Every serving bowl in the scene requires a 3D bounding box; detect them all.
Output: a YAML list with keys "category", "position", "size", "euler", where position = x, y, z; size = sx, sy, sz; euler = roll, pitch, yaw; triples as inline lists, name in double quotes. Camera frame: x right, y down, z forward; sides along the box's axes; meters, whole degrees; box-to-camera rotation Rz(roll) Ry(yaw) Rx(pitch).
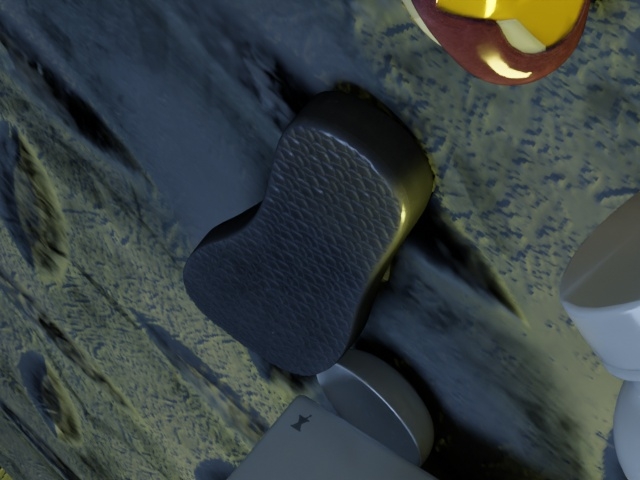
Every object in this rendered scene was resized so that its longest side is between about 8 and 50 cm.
- category: "serving bowl"
  position: [0.036, 0.092, 0.981]
  size: [0.083, 0.027, 0.083]
  euler: [40, 158, 20]

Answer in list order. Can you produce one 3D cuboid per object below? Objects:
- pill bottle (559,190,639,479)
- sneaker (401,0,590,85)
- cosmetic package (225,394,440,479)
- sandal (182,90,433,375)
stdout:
- category: "pill bottle"
  position: [0.172, 0.076, 0.548]
  size: [0.216, 0.121, 0.121]
  euler: [54, 159, -14]
- category: "sneaker"
  position: [0.062, -0.108, 0.507]
  size: [0.084, 0.069, 0.185]
  euler: [37, 159, 40]
- category: "cosmetic package"
  position: [0.063, 0.237, 0.989]
  size: [0.224, 0.138, 0.224]
  euler: [27, 159, 42]
- category: "sandal"
  position: [0.001, 0.000, 0.869]
  size: [0.097, 0.054, 0.254]
  euler: [41, 150, -1]
